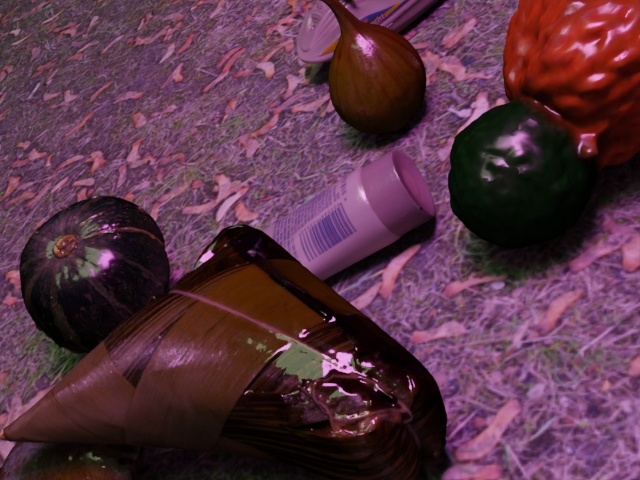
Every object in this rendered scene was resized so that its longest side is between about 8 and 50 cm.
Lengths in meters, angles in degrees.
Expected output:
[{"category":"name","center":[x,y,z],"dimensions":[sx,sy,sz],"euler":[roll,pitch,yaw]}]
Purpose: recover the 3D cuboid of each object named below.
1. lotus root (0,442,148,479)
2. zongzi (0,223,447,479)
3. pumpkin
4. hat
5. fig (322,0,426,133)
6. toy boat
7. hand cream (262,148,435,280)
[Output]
[{"category":"lotus root","center":[-0.253,0.227,0.813],"dimensions":[0.192,0.088,0.113],"euler":[-18,46,21]},{"category":"zongzi","center":[-0.091,0.152,0.692],"dimensions":[0.317,0.154,0.289],"euler":[-34,35,-14]},{"category":"pumpkin","center":[-0.263,0.040,0.977],"dimensions":[0.190,0.146,0.190],"euler":[-19,40,16]},{"category":"hat","center":[0.278,-0.171,0.779],"dimensions":[0.400,0.285,0.285],"euler":[-54,32,18]},{"category":"fig","center":[0.035,-0.232,0.979],"dimensions":[0.124,0.236,0.124],"euler":[-30,30,19]},{"category":"toy boat","center":[0.075,-0.354,1.176],"dimensions":[0.269,0.141,0.141],"euler":[-29,34,-17]},{"category":"hand cream","center":[0.000,0.000,0.893],"dimensions":[0.248,0.083,0.133],"euler":[-29,35,25]}]
